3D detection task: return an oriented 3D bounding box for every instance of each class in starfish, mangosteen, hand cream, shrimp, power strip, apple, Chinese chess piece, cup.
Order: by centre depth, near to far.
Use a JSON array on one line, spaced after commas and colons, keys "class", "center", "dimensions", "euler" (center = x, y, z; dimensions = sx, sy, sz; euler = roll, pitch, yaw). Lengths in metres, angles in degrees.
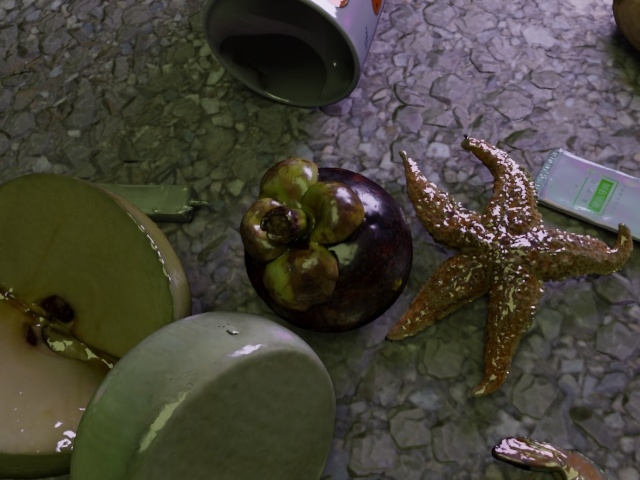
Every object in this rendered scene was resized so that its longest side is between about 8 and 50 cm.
[{"class": "Chinese chess piece", "center": [-0.097, 0.189, 0.496], "dimensions": [0.101, 0.250, 0.250], "euler": [18, 68, 42]}, {"class": "shrimp", "center": [0.187, 0.265, 0.535], "dimensions": [0.251, 0.052, 0.143], "euler": [17, 60, 6]}, {"class": "apple", "center": [-0.280, 0.099, 0.568], "dimensions": [0.258, 0.233, 0.295], "euler": [30, 63, 2]}, {"class": "mangosteen", "center": [0.000, 0.000, 0.579], "dimensions": [0.193, 0.217, 0.192], "euler": [-5, 70, 14]}, {"class": "starfish", "center": [0.188, 0.018, 0.624], "dimensions": [0.299, 0.060, 0.302], "euler": [24, 74, 17]}, {"class": "hand cream", "center": [0.395, -0.032, 0.637], "dimensions": [0.275, 0.050, 0.079], "euler": [27, 46, 22]}, {"class": "power strip", "center": [-0.241, -0.052, 0.735], "dimensions": [0.191, 0.030, 0.047], "euler": [2, 66, 9]}, {"class": "cup", "center": [-0.002, -0.377, 0.743], "dimensions": [0.213, 0.212, 0.317], "euler": [15, 69, 14]}]

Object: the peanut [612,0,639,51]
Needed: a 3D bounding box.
[{"class": "peanut", "center": [0.475, -0.272, 0.698], "dimensions": [0.108, 0.095, 0.226], "euler": [-26, 61, -20]}]
